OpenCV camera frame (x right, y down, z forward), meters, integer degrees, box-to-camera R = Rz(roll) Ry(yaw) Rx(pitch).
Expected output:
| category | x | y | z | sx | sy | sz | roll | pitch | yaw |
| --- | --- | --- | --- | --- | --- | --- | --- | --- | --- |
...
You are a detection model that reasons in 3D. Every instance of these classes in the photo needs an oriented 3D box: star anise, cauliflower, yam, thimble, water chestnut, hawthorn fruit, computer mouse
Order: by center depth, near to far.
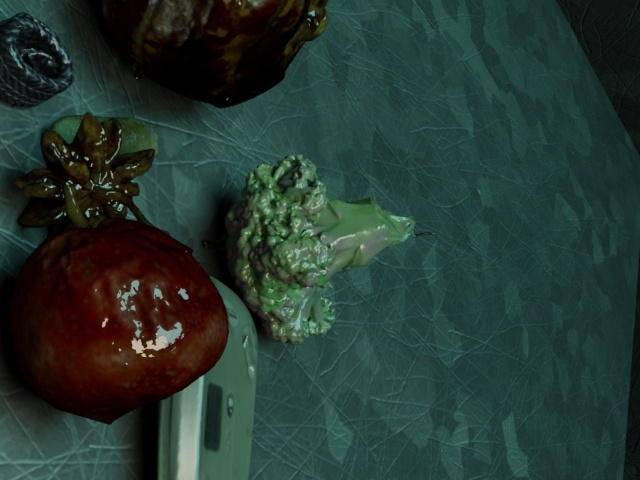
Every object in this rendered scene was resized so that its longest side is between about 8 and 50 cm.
| category | x | y | z | sx | sy | sz | roll | pitch | yaw |
| --- | --- | --- | --- | --- | --- | --- | --- | --- | --- |
| hawthorn fruit | -0.240 | 0.063 | 1.226 | 0.230 | 0.210 | 0.266 | -24 | 82 | -34 |
| thimble | -0.346 | -0.209 | 1.308 | 0.104 | 0.066 | 0.095 | 54 | 34 | -28 |
| star anise | -0.251 | -0.068 | 1.317 | 0.234 | 0.073 | 0.177 | -9 | 125 | -49 |
| yam | -0.272 | -0.122 | 1.383 | 0.146 | 0.070 | 0.069 | -7 | 82 | -56 |
| computer mouse | -0.150 | 0.205 | 1.394 | 0.197 | 0.095 | 0.330 | 39 | 50 | -59 |
| water chestnut | -0.160 | -0.364 | 1.479 | 0.347 | 0.335 | 0.335 | 44 | 32 | 9 |
| cauliflower | 0.000 | 0.000 | 1.532 | 0.239 | 0.316 | 0.256 | 72 | 6 | -58 |
